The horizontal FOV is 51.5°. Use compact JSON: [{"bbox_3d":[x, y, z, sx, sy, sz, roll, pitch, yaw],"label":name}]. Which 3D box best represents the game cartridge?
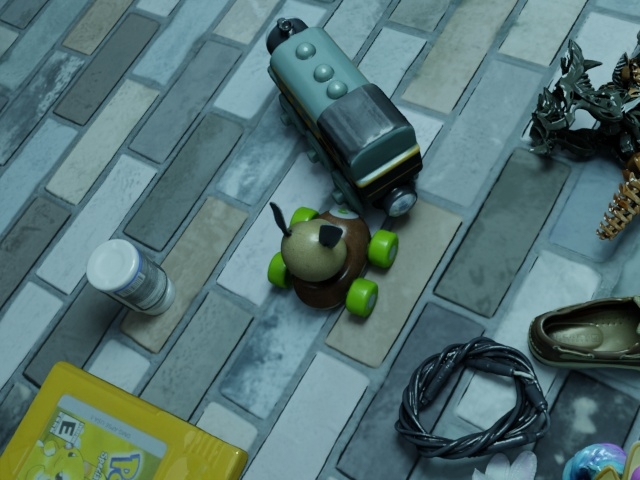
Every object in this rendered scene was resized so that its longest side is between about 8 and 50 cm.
[{"bbox_3d":[-0.296,0.348,0.882,0.324,0.052,0.285,18,72,23],"label":"game cartridge"}]

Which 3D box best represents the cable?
[{"bbox_3d":[0.176,0.192,0.812,0.185,0.047,0.150,-18,50,8],"label":"cable"}]

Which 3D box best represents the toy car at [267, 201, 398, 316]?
[{"bbox_3d":[0.000,0.000,0.881,0.155,0.188,0.148,18,72,22],"label":"toy car"}]

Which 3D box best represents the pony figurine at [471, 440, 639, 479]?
[{"bbox_3d":[0.282,0.337,0.592,0.303,0.351,0.363,-4,84,19],"label":"pony figurine"}]

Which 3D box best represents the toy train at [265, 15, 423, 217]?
[{"bbox_3d":[0.029,-0.184,0.955,0.142,0.190,0.333,-31,61,-3],"label":"toy train"}]

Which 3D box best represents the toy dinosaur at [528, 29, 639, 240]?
[{"bbox_3d":[0.406,-0.161,0.872,0.219,0.164,0.321,18,49,6],"label":"toy dinosaur"}]

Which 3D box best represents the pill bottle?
[{"bbox_3d":[-0.269,0.058,0.960,0.078,0.137,0.078,-6,65,13],"label":"pill bottle"}]

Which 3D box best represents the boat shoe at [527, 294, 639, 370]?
[{"bbox_3d":[0.378,0.106,0.776,0.258,0.095,0.095,-10,64,11],"label":"boat shoe"}]
